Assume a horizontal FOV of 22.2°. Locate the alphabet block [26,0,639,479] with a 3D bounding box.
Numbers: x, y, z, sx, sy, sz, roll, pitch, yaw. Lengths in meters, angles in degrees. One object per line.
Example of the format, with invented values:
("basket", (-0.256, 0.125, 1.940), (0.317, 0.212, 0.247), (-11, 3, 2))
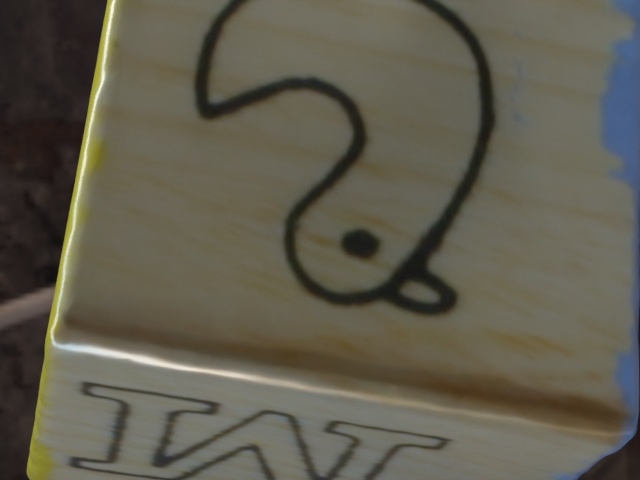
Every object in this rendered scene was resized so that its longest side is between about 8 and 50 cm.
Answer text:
("alphabet block", (0.000, 0.000, 0.638), (0.193, 0.197, 0.192), (117, 161, -63))
